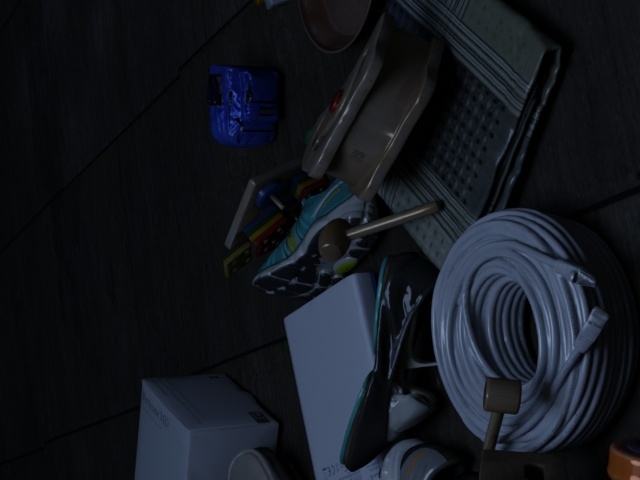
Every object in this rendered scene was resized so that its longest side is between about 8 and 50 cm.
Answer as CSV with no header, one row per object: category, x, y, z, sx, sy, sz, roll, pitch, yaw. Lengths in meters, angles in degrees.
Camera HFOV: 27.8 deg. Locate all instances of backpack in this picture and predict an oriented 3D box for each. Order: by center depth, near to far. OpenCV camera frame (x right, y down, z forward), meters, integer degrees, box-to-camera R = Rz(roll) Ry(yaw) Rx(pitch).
backpack,-0.110,-0.193,1.874,0.101,0.098,0.120,15,105,56

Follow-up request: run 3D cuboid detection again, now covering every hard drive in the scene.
hard drive,0.041,0.226,1.696,0.210,0.040,0.318,-36,61,55

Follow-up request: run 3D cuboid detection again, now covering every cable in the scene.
cable,0.214,0.093,1.334,0.257,0.089,0.257,50,135,48

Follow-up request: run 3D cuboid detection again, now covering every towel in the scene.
towel,0.145,-0.155,1.491,0.324,0.056,0.312,56,135,46

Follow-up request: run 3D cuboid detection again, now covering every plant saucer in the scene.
plant saucer,0.031,-0.342,1.676,0.199,0.036,0.198,5,96,60

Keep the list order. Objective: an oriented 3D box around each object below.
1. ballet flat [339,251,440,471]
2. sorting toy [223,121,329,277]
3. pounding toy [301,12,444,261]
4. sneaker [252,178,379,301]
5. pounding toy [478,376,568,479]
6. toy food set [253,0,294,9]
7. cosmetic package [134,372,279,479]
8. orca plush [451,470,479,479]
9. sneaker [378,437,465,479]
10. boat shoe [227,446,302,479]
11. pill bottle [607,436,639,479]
ballet flat,0.095,0.154,1.532,0.096,0.095,0.280,15,102,18
sorting toy,-0.057,-0.039,1.769,0.046,0.132,0.274,45,136,20
pounding toy,0.075,-0.111,1.487,0.269,0.155,0.154,-61,11,25
sneaker,0.000,0.000,1.724,0.275,0.107,0.110,-43,36,48
pounding toy,0.198,0.234,1.228,0.181,0.094,0.206,-42,-46,-78
toy food set,-0.029,-0.375,1.680,0.232,0.105,0.111,171,82,-78
cosmetic package,-0.188,0.420,1.999,0.217,0.156,0.384,28,117,59
orca plush,0.162,0.378,1.418,0.102,0.151,0.287,30,140,66
sneaker,0.130,0.367,1.496,0.108,0.100,0.271,-10,83,55
boat shoe,-0.020,0.428,1.791,0.112,0.096,0.335,-47,54,25
pill bottle,0.297,0.304,1.160,0.130,0.131,0.245,13,104,60
